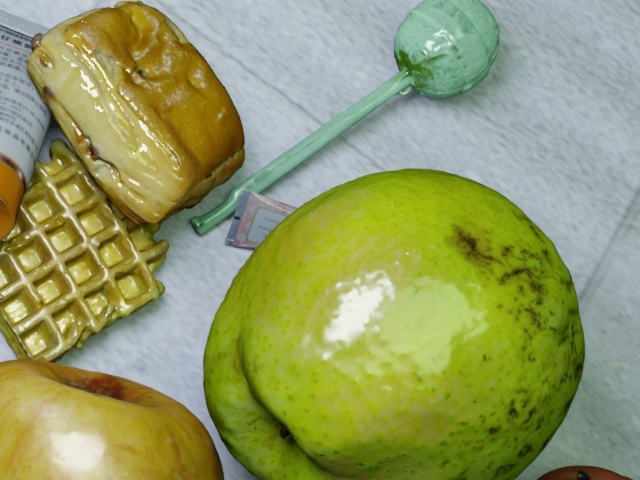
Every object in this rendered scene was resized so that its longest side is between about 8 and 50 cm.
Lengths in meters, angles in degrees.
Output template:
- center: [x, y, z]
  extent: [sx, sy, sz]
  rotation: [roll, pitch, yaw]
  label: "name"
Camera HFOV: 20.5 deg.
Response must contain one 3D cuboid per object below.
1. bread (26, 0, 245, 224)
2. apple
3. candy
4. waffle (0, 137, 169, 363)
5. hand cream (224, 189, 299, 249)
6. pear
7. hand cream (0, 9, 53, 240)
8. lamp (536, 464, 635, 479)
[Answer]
- center: [-0.184, -0.144, 1.874]
  extent: [0.235, 0.099, 0.210]
  rotation: [56, 31, -2]
  label: "bread"
- center: [-0.237, 0.265, 1.692]
  extent: [0.299, 0.299, 0.275]
  rotation: [15, 99, -17]
  label: "apple"
- center: [0.031, -0.135, 2.010]
  extent: [0.440, 0.119, 0.119]
  rotation: [-38, 92, -18]
  label: "candy"
- center: [-0.271, -0.006, 1.868]
  extent: [0.219, 0.057, 0.229]
  rotation: [-30, 87, -26]
  label: "waffle"
- center: [0.000, 0.000, 1.978]
  extent: [0.210, 0.043, 0.067]
  rotation: [16, 109, -18]
  label: "hand cream"
- center: [0.064, 0.116, 1.805]
  extent: [0.391, 0.391, 0.391]
  rotation: [6, 74, -20]
  label: "pear"
- center: [-0.335, -0.137, 1.826]
  extent: [0.140, 0.089, 0.314]
  rotation: [23, 44, -14]
  label: "hand cream"
- center: [0.283, 0.340, 1.939]
  extent: [0.188, 0.164, 0.187]
  rotation: [10, 76, -44]
  label: "lamp"
